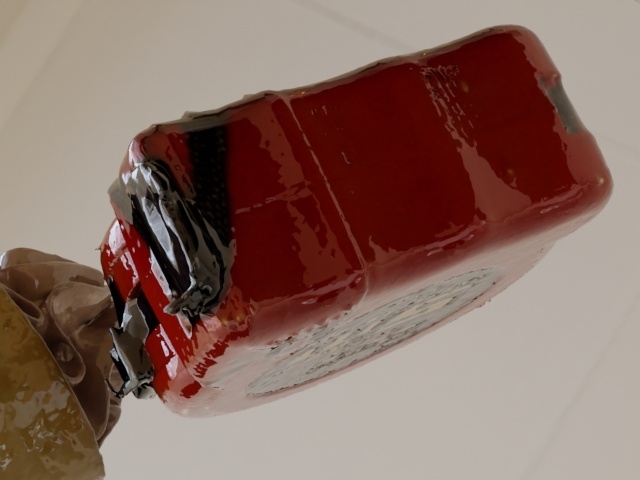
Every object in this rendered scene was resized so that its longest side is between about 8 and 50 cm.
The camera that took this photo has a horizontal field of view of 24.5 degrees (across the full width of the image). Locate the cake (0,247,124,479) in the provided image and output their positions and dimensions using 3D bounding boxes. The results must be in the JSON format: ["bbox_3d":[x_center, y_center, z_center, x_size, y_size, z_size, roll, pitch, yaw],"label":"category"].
[{"bbox_3d":[-0.191,0.088,0.923,0.178,0.185,0.207,-29,-158,-17],"label":"cake"}]

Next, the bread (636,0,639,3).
[{"bbox_3d":[0.165,-0.264,0.527,0.307,0.348,0.348,-30,-120,16],"label":"bread"}]

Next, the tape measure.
[{"bbox_3d":[0.000,0.000,0.752,0.253,0.260,0.114,-19,-103,-24],"label":"tape measure"}]
